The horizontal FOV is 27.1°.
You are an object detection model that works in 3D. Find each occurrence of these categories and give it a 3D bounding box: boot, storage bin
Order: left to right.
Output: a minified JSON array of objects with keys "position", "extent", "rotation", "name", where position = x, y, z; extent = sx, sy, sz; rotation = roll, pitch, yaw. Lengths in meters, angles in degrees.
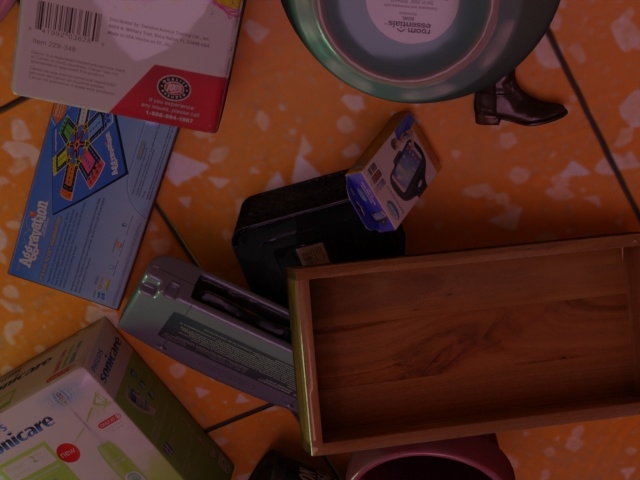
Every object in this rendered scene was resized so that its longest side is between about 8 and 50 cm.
[{"position":[0.000,0.000,1.539],"extent":[0.180,0.084,0.122],"rotation":[-15,117,12],"name":"storage bin"},{"position":[0.215,-0.184,1.447],"extent":[0.106,0.037,0.114],"rotation":[-3,114,6],"name":"boot"}]

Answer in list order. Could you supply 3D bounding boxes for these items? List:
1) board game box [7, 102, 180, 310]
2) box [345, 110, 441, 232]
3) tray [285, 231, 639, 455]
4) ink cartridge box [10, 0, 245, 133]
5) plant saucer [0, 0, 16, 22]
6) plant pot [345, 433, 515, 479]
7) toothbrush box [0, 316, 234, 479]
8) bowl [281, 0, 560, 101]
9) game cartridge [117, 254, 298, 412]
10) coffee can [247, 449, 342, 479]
[{"position":[-0.268,-0.055,1.566],"extent":[0.145,0.027,0.281],"rotation":[19,119,-7],"name":"board game box"},{"position":[0.079,-0.072,1.464],"extent":[0.028,0.136,0.081],"rotation":[-11,121,41],"name":"box"},{"position":[0.175,0.110,1.481],"extent":[0.411,0.076,0.203],"rotation":[-5,92,-11],"name":"tray"},{"position":[-0.183,-0.287,1.368],"extent":[0.226,0.131,0.306],"rotation":[13,118,-5],"name":"ink cartridge box"},{"position":[-0.454,-0.352,1.386],"extent":[0.332,0.084,0.332],"rotation":[3,119,5],"name":"plant saucer"},{"position":[0.136,0.261,1.607],"extent":[0.201,0.180,0.201],"rotation":[4,128,6],"name":"plant pot"},{"position":[-0.279,0.272,1.696],"extent":[0.206,0.122,0.283],"rotation":[-29,111,19],"name":"toothbrush box"},{"position":[0.090,-0.263,1.324],"extent":[0.311,0.163,0.311],"rotation":[4,114,9],"name":"bowl"},{"position":[-0.088,0.123,1.578],"extent":[0.297,0.062,0.198],"rotation":[26,158,-9],"name":"game cartridge"},{"position":[0.024,0.413,1.700],"extent":[0.275,0.201,0.201],"rotation":[24,118,-9],"name":"coffee can"}]
